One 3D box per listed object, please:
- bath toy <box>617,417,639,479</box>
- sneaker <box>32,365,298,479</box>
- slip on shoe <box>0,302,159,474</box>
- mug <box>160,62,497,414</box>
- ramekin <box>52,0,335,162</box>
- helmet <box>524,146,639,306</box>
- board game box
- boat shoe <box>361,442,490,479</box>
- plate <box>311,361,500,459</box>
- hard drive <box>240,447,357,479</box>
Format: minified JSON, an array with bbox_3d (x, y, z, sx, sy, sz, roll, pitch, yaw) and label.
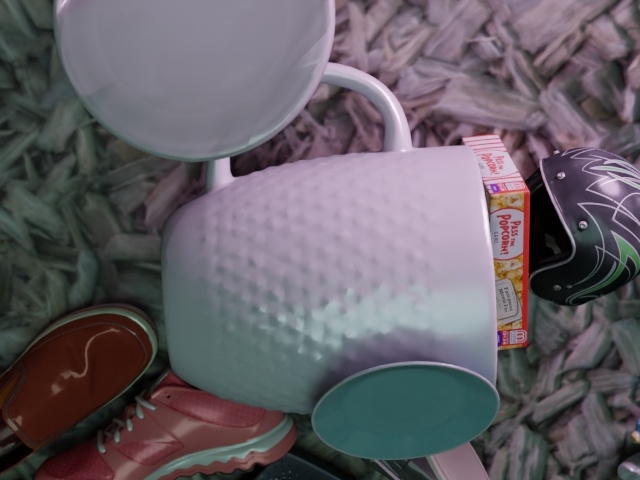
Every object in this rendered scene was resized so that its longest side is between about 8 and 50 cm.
[{"bbox_3d":[0.446,0.378,1.908,0.129,0.151,0.348,-17,128,-40],"label":"bath toy"},{"bbox_3d":[-0.191,0.214,1.744,0.314,0.116,0.136,-16,110,-7],"label":"sneaker"},{"bbox_3d":[-0.323,0.187,1.699,0.331,0.101,0.123,-32,116,8],"label":"slip on shoe"},{"bbox_3d":[0.000,0.000,1.568,0.328,0.276,0.374,-4,96,-1],"label":"mug"},{"bbox_3d":[-0.113,-0.213,1.446,0.273,0.127,0.272,0,93,7],"label":"ramekin"},{"bbox_3d":[0.293,-0.022,1.640,0.169,0.169,0.161,22,130,-19],"label":"helmet"},{"bbox_3d":[0.191,0.001,1.646,0.045,0.146,0.193,-7,120,-5],"label":"board game box"},{"bbox_3d":[0.086,0.233,1.789,0.095,0.112,0.335,-30,114,28],"label":"boat shoe"},{"bbox_3d":[0.084,0.164,1.484,0.188,0.024,0.188,-3,144,-2],"label":"plate"},{"bbox_3d":[-0.003,0.360,1.866,0.255,0.054,0.172,35,109,-24],"label":"hard drive"}]
